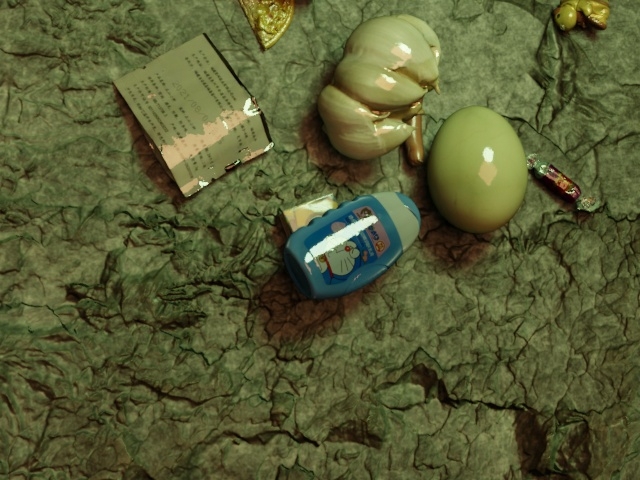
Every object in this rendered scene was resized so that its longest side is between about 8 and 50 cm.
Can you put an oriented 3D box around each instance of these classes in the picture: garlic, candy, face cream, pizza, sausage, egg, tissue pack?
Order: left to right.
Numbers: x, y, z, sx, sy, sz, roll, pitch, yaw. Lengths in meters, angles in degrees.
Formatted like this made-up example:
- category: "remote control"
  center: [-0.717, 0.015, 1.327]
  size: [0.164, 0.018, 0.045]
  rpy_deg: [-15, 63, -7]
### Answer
- category: "pizza"
  center: [-0.108, -0.425, 1.815]
  size: [0.108, 0.026, 0.123]
  rpy_deg: [28, 76, -8]
- category: "tissue pack"
  center: [0.000, 0.000, 1.762]
  size: [0.108, 0.060, 0.148]
  rpy_deg: [-21, 89, -17]
- category: "face cream"
  center: [0.067, 0.002, 1.708]
  size: [0.264, 0.083, 0.149]
  rpy_deg: [-30, 95, -23]
- category: "garlic"
  center: [0.118, -0.294, 1.753]
  size: [0.203, 0.185, 0.281]
  rpy_deg: [23, 64, 25]
- category: "sausage"
  center: [0.180, -0.228, 1.854]
  size: [0.040, 0.047, 0.177]
  rpy_deg: [16, 72, -51]
- category: "egg"
  center: [0.289, -0.132, 1.798]
  size: [0.186, 0.186, 0.242]
  rpy_deg: [-2, 80, -16]
- category: "candy"
  center: [0.476, -0.114, 1.924]
  size: [0.175, 0.043, 0.045]
  rpy_deg: [38, 75, -3]

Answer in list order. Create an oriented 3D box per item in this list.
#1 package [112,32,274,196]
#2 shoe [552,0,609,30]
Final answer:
- category: "package"
  center: [-0.222, -0.231, 1.737]
  size: [0.204, 0.062, 0.251]
  rpy_deg: [-32, 87, -19]
- category: "shoe"
  center: [0.535, -0.462, 1.977]
  size: [0.109, 0.072, 0.069]
  rpy_deg: [3, 76, -15]
